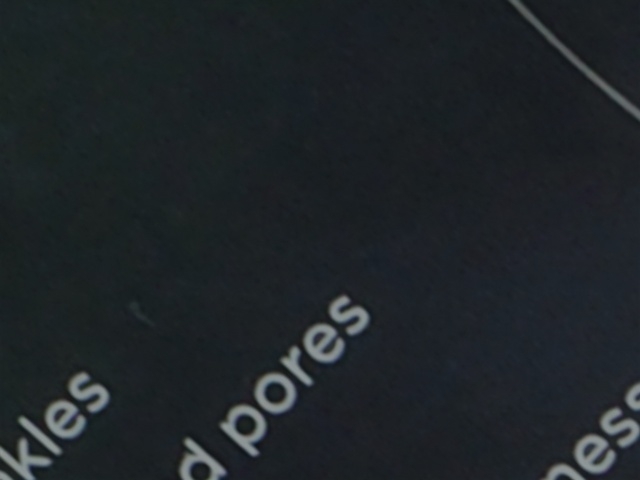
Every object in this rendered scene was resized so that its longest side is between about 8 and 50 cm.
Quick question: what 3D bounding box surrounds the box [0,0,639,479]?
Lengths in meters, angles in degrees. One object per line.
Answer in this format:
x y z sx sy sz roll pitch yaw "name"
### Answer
0.088 -0.036 0.487 0.472 0.480 0.297 43 8 -6 "box"
